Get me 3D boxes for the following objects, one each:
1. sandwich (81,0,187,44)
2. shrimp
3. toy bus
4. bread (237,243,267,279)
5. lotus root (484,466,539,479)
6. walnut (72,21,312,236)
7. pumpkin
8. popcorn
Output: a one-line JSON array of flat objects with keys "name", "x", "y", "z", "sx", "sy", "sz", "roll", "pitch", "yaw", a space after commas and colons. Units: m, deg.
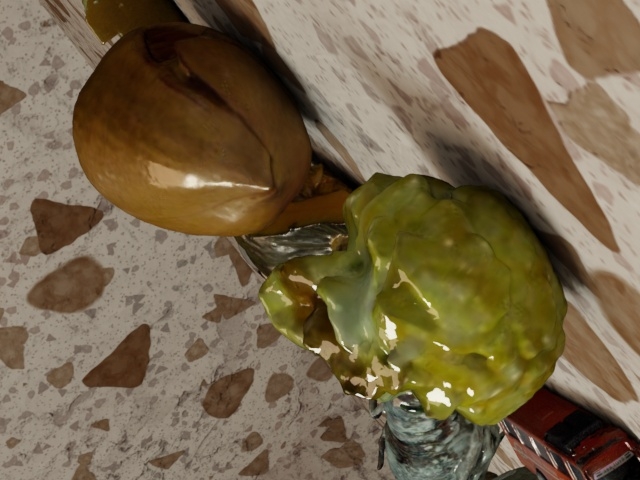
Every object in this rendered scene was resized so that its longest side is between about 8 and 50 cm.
[{"name": "sandwich", "x": -0.202, "y": -0.235, "z": 1.508, "sx": 0.244, "sy": 0.088, "sz": 0.090, "roll": 51, "pitch": 177, "yaw": -23}, {"name": "shrimp", "x": 0.129, "y": 0.190, "z": 1.470, "sx": 0.221, "sy": 0.166, "sz": 0.410, "roll": 42, "pitch": 171, "yaw": 29}, {"name": "toy bus", "x": 0.234, "y": 0.197, "z": 1.251, "sx": 0.096, "sy": 0.073, "sz": 0.235, "roll": 57, "pitch": 173, "yaw": -11}, {"name": "bread", "x": -0.015, "y": 0.041, "z": 1.945, "sx": 0.268, "sy": 0.095, "sz": 0.139, "roll": 28, "pitch": 166, "yaw": 31}, {"name": "lotus root", "x": 0.267, "y": 0.344, "z": 1.534, "sx": 0.175, "sy": 0.175, "sz": 0.349, "roll": 51, "pitch": 177, "yaw": -20}, {"name": "walnut", "x": -0.117, "y": -0.097, "z": 1.305, "sx": 0.298, "sy": 0.203, "sz": 0.203, "roll": 37, "pitch": 167, "yaw": 46}, {"name": "pumpkin", "x": 0.000, "y": 0.004, "z": 1.407, "sx": 0.131, "sy": 0.126, "sz": 0.248, "roll": 51, "pitch": 173, "yaw": -36}, {"name": "popcorn", "x": 0.063, "y": 0.044, "z": 0.962, "sx": 0.198, "sy": 0.212, "sz": 0.198, "roll": 171, "pitch": 90, "yaw": -89}]
